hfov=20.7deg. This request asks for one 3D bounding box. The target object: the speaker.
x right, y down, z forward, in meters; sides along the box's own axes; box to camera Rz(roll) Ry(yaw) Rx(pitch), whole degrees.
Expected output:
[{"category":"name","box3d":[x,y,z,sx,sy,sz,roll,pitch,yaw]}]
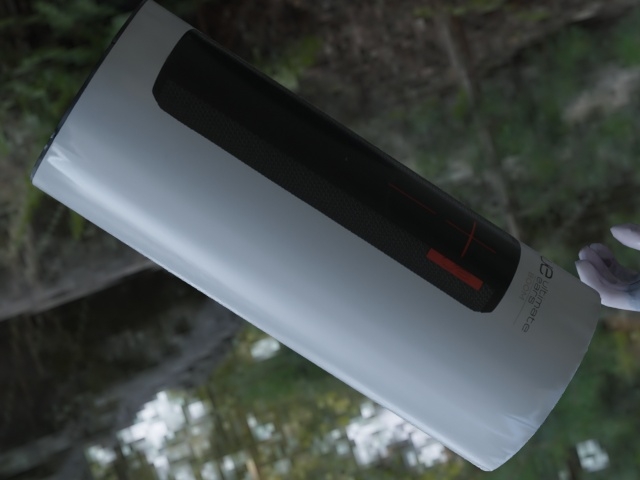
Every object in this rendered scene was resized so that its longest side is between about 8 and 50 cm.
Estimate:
[{"category":"speaker","box3d":[0.000,0.000,0.432,0.055,0.136,0.055,-56,-175,8]}]

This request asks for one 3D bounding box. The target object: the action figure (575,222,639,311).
[{"category":"action figure","box3d":[0.285,0.011,0.642,0.248,0.276,0.370,-36,-171,42]}]
